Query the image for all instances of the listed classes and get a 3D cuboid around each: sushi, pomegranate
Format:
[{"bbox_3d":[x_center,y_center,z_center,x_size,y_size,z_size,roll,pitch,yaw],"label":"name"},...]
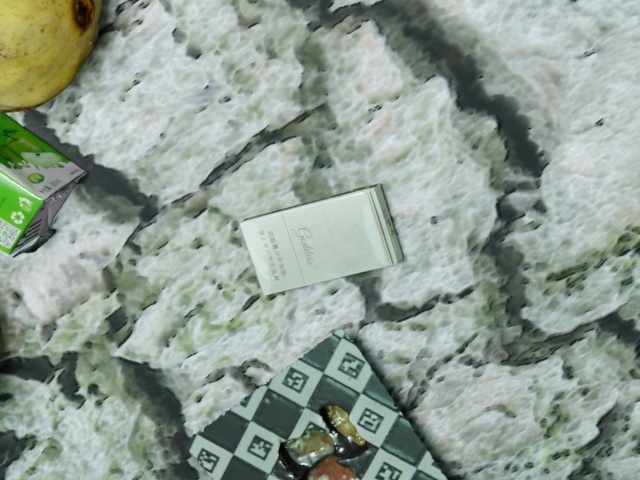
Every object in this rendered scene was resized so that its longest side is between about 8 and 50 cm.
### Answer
[{"bbox_3d":[0.005,0.300,1.984,0.294,0.059,0.292,-34,97,20],"label":"sushi"},{"bbox_3d":[-0.400,-0.302,1.791,0.281,0.281,0.281,4,107,12],"label":"pomegranate"}]

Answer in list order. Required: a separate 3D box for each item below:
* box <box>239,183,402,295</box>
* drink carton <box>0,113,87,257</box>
[{"bbox_3d":[0.000,0.000,1.912,0.198,0.029,0.109,-14,103,18],"label":"box"},{"bbox_3d":[-0.464,-0.103,1.915,0.271,0.161,0.108,35,111,1],"label":"drink carton"}]
